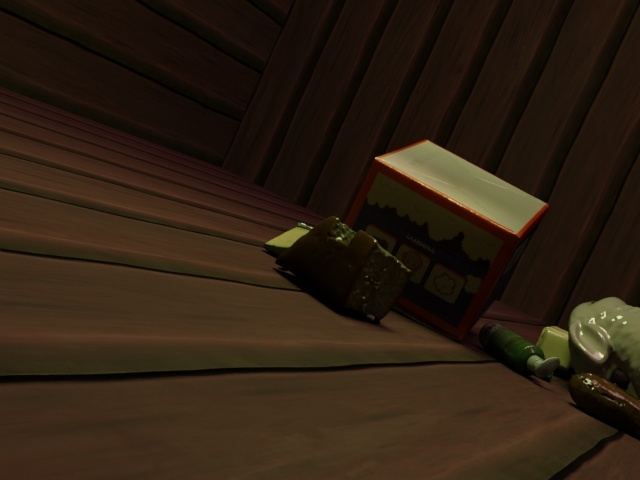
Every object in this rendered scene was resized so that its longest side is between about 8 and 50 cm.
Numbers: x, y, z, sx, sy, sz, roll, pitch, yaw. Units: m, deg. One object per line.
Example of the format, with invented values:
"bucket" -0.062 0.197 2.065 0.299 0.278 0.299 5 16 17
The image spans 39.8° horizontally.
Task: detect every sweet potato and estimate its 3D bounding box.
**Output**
"sweet potato" 0.519 0.295 1.478 0.233 0.062 0.081 31 23 34

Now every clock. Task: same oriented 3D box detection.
"clock" 0.647 0.294 1.897 0.379 0.120 0.276 21 0 17

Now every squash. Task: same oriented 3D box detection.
"squash" -0.007 0.027 1.704 0.200 0.075 0.090 27 21 21

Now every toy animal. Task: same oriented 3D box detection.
"toy animal" 0.606 0.219 1.671 0.357 0.258 0.194 20 -32 52

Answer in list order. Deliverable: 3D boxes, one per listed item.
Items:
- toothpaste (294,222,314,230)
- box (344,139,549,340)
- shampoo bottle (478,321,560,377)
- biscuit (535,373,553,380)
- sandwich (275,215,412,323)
"toothpaste" 0.091 0.058 1.935 0.336 0.067 0.081 24 5 -4
"box" 0.247 -0.011 1.810 0.318 0.257 0.349 29 22 14
"shampoo bottle" 0.372 0.208 1.661 0.065 0.065 0.204 23 4 -20
"biscuit" 0.431 0.257 1.720 0.046 0.016 0.089 24 3 15
"sandwich" 0.030 0.038 1.471 0.122 0.128 0.236 31 -1 -40
